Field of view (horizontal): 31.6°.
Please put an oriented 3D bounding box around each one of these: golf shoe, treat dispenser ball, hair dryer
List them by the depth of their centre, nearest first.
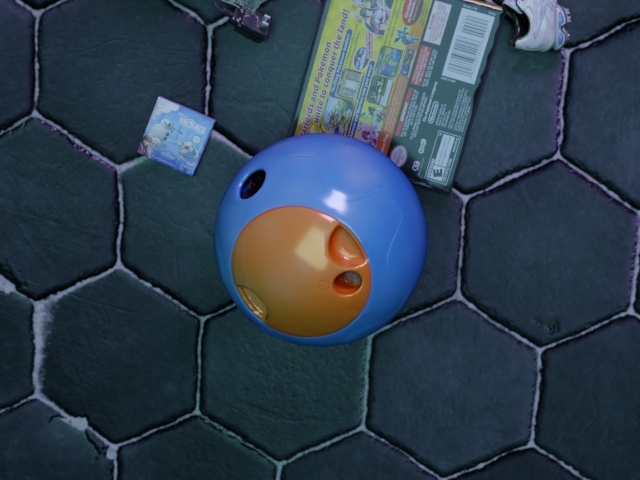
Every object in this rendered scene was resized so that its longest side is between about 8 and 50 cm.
[{"bbox_3d":[0.000,0.000,1.523,0.288,0.288,0.288,1,101,4],"label":"treat dispenser ball"},{"bbox_3d":[-0.151,-0.416,1.526,0.293,0.080,0.223,27,136,-10],"label":"hair dryer"},{"bbox_3d":[0.289,-0.344,1.537,0.086,0.069,0.176,-10,99,-16],"label":"golf shoe"}]

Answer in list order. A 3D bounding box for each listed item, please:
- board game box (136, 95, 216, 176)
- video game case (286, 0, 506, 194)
[{"bbox_3d":[-0.210,-0.152,1.649,0.090,0.020,0.090,23,100,0],"label":"board game box"},{"bbox_3d":[0.104,-0.229,1.602,0.248,0.035,0.275,16,102,1],"label":"video game case"}]
